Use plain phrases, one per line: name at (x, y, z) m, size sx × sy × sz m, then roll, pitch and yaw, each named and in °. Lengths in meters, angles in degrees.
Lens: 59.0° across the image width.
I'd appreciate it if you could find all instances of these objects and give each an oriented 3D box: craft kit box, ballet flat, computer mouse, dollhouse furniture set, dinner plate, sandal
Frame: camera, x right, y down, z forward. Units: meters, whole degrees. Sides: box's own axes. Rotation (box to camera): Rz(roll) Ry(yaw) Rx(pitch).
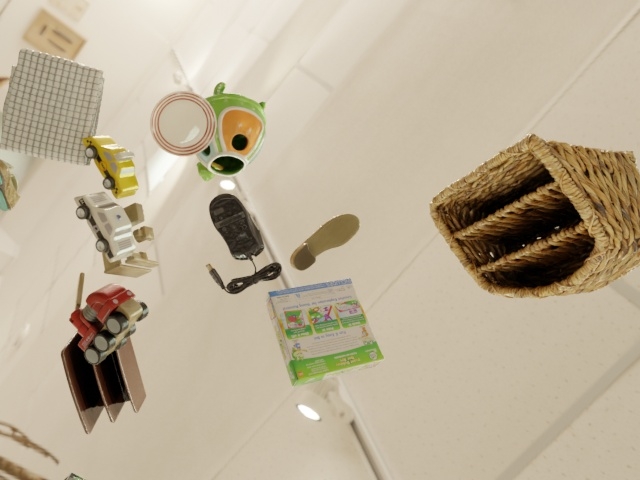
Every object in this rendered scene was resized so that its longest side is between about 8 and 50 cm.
craft kit box at (0.008, 0.230, 1.464) m, size 0.246 × 0.250 × 0.061 m, roll 67°, pitch -30°, yaw 30°
ballet flat at (-0.805, -0.159, 1.427) m, size 0.067 × 0.073 × 0.206 m, roll -63°, pitch 179°, yaw -37°
computer mouse at (-0.231, 0.011, 1.475) m, size 0.184 × 0.262 × 0.060 m, roll -28°, pitch -166°, yaw 14°
dollhouse furniture set at (-0.504, 0.003, 1.549) m, size 0.144 × 0.123 × 0.151 m, roll -22°, pitch -108°, yaw 20°
dinner plate at (-0.293, -0.249, 1.208) m, size 0.141 × 0.141 × 0.017 m, roll -52°, pitch -146°, yaw 5°
sandal at (-0.003, -0.005, 1.583) m, size 0.240 × 0.088 × 0.079 m, roll -37°, pitch -153°, yaw -23°

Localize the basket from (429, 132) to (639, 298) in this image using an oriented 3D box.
basket at (0.351, -0.013, 0.943) m, size 0.299 × 0.223 × 0.213 m, roll 145°, pitch -55°, yaw -60°

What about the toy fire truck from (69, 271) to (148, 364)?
toy fire truck at (-0.632, 0.186, 1.607) m, size 0.217 × 0.246 × 0.158 m, roll -48°, pitch 176°, yaw 27°

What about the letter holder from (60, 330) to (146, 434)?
letter holder at (-0.696, 0.439, 1.827) m, size 0.152 × 0.301 × 0.214 m, roll -10°, pitch -165°, yaw 0°

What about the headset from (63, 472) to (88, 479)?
headset at (-0.562, 0.606, 1.008) m, size 0.243 × 0.185 × 0.394 m, roll -46°, pitch -162°, yaw 52°

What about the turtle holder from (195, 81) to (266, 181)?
turtle holder at (-0.321, -0.325, 1.814) m, size 0.320 × 0.243 × 0.227 m, roll -15°, pitch -116°, yaw 26°

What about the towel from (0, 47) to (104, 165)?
towel at (-0.740, -0.365, 1.577) m, size 0.121 × 0.235 × 0.283 m, roll -144°, pitch -114°, yaw -79°

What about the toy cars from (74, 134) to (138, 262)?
toy cars at (-0.536, -0.130, 1.472) m, size 0.087 × 0.176 × 0.393 m, roll -29°, pitch -129°, yaw 24°
